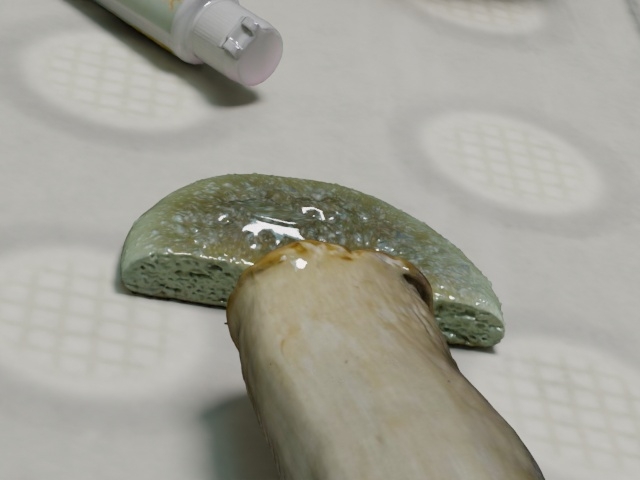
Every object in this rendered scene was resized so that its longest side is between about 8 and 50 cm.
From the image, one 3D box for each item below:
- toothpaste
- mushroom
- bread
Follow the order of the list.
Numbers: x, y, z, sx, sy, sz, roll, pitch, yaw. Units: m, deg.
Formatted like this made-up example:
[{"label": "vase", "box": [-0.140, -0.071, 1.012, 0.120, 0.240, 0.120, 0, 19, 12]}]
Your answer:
[{"label": "toothpaste", "box": [-0.142, -0.179, 1.062, 0.314, 0.056, 0.058, 35, -5, 33]}, {"label": "mushroom", "box": [0.034, 0.118, 0.619, 0.122, 0.095, 0.351, 25, 23, -23]}, {"label": "bread", "box": [-0.004, -0.003, 0.855, 0.193, 0.036, 0.112, 10, 30, -11]}]
